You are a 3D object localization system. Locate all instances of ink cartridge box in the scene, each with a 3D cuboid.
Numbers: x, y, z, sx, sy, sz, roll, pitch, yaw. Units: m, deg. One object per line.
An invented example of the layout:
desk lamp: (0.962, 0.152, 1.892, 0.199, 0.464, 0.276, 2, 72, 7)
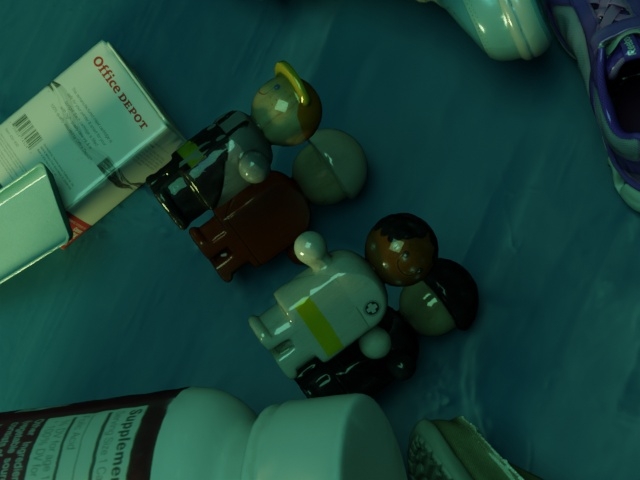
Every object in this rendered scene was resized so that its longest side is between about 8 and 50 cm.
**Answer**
ink cartridge box: (-0.186, -0.075, 1.404, 0.135, 0.056, 0.099, -38, 68, 4)

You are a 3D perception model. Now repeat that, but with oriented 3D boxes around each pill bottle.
pill bottle: (-0.145, 0.217, 1.192, 0.392, 0.224, 0.224, -8, 72, 16)

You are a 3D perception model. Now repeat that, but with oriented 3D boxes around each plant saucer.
plant saucer: (-0.265, 0.010, 1.387, 0.192, 0.018, 0.067, -29, 75, 32)

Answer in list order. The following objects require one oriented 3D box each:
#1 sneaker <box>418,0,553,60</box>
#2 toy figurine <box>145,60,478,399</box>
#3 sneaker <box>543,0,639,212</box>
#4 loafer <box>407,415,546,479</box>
sneaker: (0.026, -0.215, 1.347, 0.208, 0.127, 0.319, -32, 58, 4)
toy figurine: (0.000, 0.000, 1.245, 0.148, 0.209, 0.213, -36, 68, -2)
sneaker: (0.220, -0.139, 1.273, 0.095, 0.104, 0.236, -22, 68, 12)
loafer: (0.158, 0.211, 1.208, 0.087, 0.094, 0.251, -35, 75, -26)
